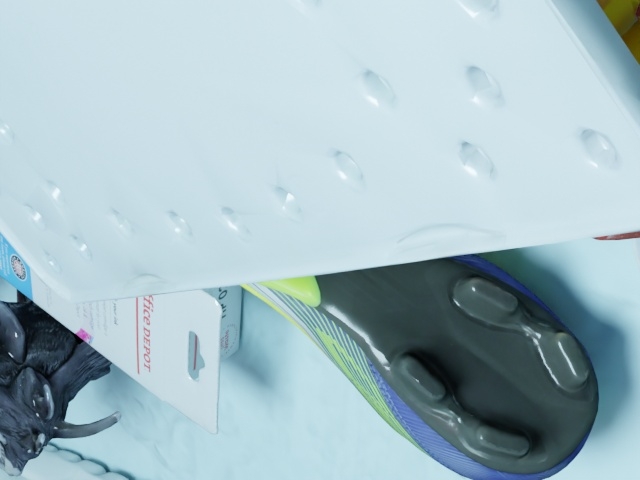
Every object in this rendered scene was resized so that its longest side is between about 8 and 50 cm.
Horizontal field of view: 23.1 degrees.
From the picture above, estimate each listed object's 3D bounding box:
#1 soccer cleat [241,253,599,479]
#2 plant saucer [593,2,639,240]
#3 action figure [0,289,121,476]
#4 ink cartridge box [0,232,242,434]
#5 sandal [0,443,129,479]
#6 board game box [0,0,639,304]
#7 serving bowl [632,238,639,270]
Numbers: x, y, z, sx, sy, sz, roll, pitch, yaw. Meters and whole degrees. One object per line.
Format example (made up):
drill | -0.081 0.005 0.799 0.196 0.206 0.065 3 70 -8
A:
soccer cleat | -0.001 0.001 0.695 0.289 0.093 0.121 43 169 7
plant saucer | 0.032 -0.104 0.469 0.259 0.047 0.258 34 162 9
action figure | -0.219 0.069 0.951 0.276 0.164 0.141 40 137 37
ink cartridge box | -0.099 0.011 0.849 0.181 0.061 0.104 34 139 28
sandal | -0.218 0.222 1.105 0.416 0.102 0.169 -6 112 50
board game box | -0.114 -0.152 0.451 0.390 0.050 0.390 53 155 -14
serving bowl | 0.159 0.003 0.586 0.083 0.027 0.083 28 135 33
